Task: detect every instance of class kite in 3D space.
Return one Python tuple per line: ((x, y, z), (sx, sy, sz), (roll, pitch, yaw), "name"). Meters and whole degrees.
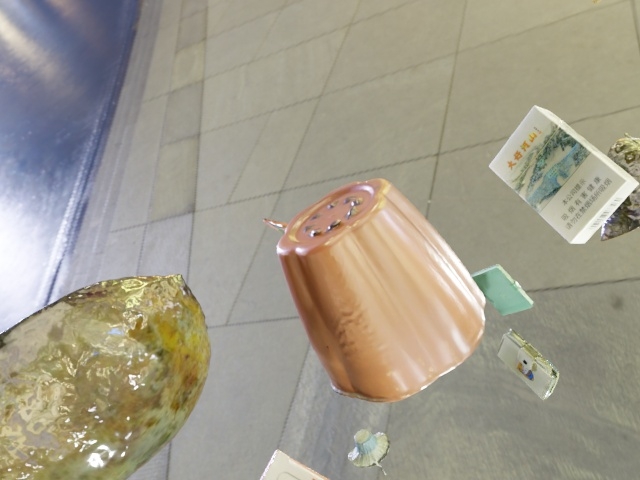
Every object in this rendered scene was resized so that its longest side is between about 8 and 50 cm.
((0.000, 0.000, 0.914), (0.321, 0.234, 0.016), (9, 85, 49), "kite")

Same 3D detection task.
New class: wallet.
((0.494, 0.291, 1.488), (0.039, 0.110, 0.155), (-28, 53, -21), "wallet")

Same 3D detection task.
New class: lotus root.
((-0.251, 0.174, 0.687), (0.314, 0.210, 0.142), (-32, 55, -20), "lotus root")

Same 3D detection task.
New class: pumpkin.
((0.722, -0.144, 1.432), (0.278, 0.163, 0.111), (-39, 9, -19), "pumpkin")

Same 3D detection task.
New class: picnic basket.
((0.092, 0.391, 1.157), (0.083, 0.083, 0.065), (-30, 27, -16), "picnic basket")

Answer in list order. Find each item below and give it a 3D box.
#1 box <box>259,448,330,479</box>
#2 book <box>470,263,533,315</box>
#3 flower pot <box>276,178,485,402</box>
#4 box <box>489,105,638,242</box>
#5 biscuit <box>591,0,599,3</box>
((-0.013, 0.381, 0.823), (0.182, 0.099, 0.133), (29, 66, 8), "box")
((0.434, 0.119, 1.498), (0.103, 0.135, 0.017), (-32, 16, 52), "book")
((0.052, 0.039, 0.645), (0.190, 0.173, 0.191), (-28, 20, 11), "flower pot")
((0.495, -0.138, 1.297), (0.256, 0.069, 0.164), (53, 125, 32), "box")
((0.653, -0.632, 1.266), (0.287, 0.057, 0.344), (-56, -10, 12), "biscuit")
